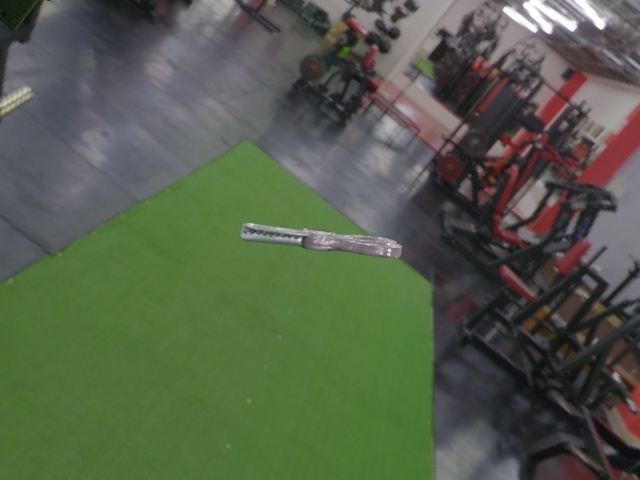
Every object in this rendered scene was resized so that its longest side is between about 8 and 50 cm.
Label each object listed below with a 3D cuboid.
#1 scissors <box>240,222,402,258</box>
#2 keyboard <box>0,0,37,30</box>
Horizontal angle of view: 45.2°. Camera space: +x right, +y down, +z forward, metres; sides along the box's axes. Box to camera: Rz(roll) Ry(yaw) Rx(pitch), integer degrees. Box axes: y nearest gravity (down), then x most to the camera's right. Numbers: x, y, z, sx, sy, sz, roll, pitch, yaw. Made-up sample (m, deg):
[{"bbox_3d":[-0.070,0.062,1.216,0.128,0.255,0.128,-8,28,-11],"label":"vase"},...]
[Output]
[{"bbox_3d":[0.000,0.000,1.159,0.241,0.031,0.118,7,7,-5],"label":"scissors"},{"bbox_3d":[-0.335,-0.307,0.844,0.106,0.027,0.317,40,-22,-25],"label":"keyboard"}]
